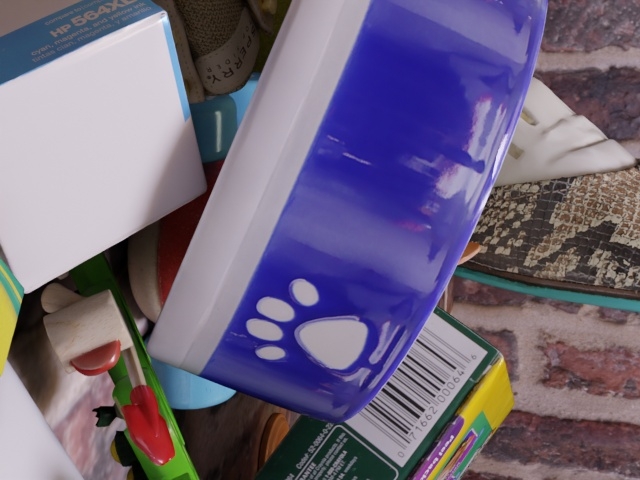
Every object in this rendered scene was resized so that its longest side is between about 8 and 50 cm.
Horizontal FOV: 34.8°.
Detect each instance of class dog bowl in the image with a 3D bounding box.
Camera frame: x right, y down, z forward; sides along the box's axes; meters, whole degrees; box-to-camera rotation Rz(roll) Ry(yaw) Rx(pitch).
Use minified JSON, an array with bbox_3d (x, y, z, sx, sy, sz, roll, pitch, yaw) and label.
[{"bbox_3d":[0.008,-0.045,0.527,0.265,0.104,0.265,-157,-90,-84],"label":"dog bowl"}]

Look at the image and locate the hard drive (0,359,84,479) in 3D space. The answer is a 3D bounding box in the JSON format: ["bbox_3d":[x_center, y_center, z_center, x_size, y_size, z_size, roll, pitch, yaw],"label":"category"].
[{"bbox_3d":[-0.114,0.218,0.413,0.353,0.047,0.233,63,15,-17],"label":"hard drive"}]

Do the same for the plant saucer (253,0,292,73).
[{"bbox_3d":[-0.013,-0.153,0.843,0.045,0.188,0.188,-10,107,-40],"label":"plant saucer"}]

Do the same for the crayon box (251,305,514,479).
[{"bbox_3d":[0.020,0.238,0.880,0.363,0.106,0.313,-52,162,-5],"label":"crayon box"}]

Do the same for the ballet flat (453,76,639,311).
[{"bbox_3d":[0.109,-0.043,0.844,0.164,0.482,0.182,-13,100,-40],"label":"ballet flat"}]

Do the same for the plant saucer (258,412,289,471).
[{"bbox_3d":[-0.048,0.228,1.099,0.083,0.013,0.084,5,90,-75],"label":"plant saucer"}]

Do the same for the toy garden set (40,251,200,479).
[{"bbox_3d":[-0.111,0.066,0.507,0.204,0.049,0.244,77,-14,-45],"label":"toy garden set"}]

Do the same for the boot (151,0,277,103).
[{"bbox_3d":[-0.059,-0.138,0.427,0.095,0.262,0.203,-43,138,-18],"label":"boot"}]

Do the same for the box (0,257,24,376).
[{"bbox_3d":[-0.178,-0.014,0.313,0.179,0.105,0.043,73,19,-56],"label":"box"}]

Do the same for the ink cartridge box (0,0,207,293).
[{"bbox_3d":[-0.128,-0.067,0.424,0.090,0.143,0.092,-31,139,-22],"label":"ink cartridge box"}]

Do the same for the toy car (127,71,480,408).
[{"bbox_3d":[0.000,0.000,0.749,0.210,0.237,0.219,-46,140,-68],"label":"toy car"}]
